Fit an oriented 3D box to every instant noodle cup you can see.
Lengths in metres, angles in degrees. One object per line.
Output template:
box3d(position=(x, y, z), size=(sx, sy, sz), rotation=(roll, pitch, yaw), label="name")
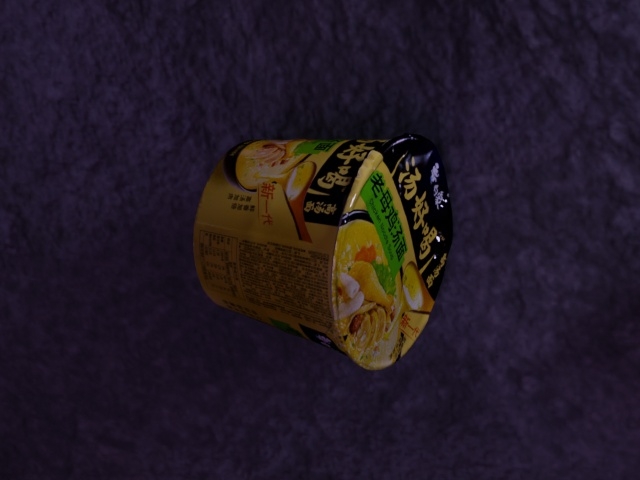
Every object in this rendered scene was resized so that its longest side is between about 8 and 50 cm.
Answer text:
box3d(position=(0.000, 0.000, 1.109), size=(0.122, 0.151, 0.151), rotation=(9, 117, 32), label="instant noodle cup")
